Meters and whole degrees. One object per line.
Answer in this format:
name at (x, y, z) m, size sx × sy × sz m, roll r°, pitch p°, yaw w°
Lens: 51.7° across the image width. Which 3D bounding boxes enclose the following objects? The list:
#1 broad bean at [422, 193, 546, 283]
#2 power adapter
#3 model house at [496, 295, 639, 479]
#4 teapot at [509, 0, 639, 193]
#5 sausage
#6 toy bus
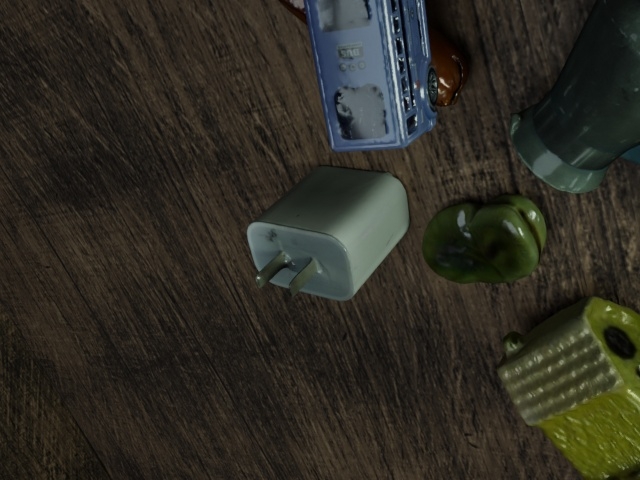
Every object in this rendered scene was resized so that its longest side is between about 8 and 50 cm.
broad bean at (0.243, 0.005, 0.979) m, size 0.153 × 0.072 × 0.206 m, roll 51°, pitch 148°, yaw -1°
power adapter at (0.000, 0.000, 1.016) m, size 0.187 × 0.255 × 0.124 m, roll 10°, pitch 129°, yaw 32°
model house at (0.381, 0.202, 0.932) m, size 0.234 × 0.175 × 0.193 m, roll 41°, pitch 137°, yaw 1°
teapot at (0.340, -0.160, 0.724) m, size 0.203 × 0.171 × 0.225 m, roll 16°, pitch 145°, yaw -13°
sausage at (0.055, -0.290, 0.874) m, size 0.330 × 0.102 × 0.102 m, roll 36°, pitch 136°, yaw 7°
toy bus at (0.049, -0.253, 0.746) m, size 0.125 × 0.133 × 0.292 m, roll 0°, pitch 115°, yaw 25°
